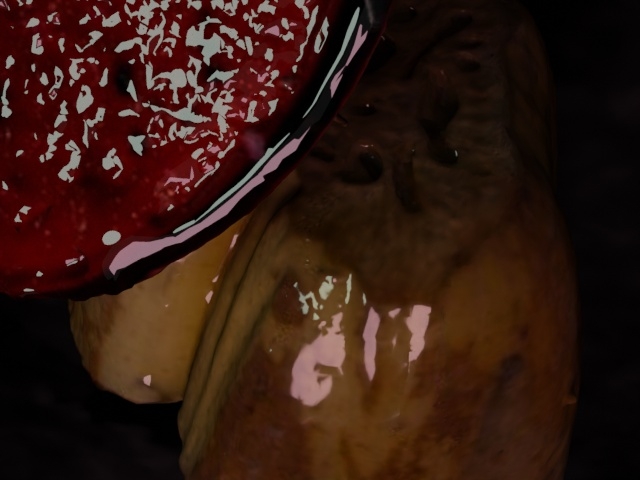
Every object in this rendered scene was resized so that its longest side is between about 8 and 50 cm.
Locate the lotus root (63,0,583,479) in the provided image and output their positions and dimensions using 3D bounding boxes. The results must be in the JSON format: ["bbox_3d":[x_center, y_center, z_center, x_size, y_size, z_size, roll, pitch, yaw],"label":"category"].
[{"bbox_3d":[0.000,0.000,1.024,0.316,0.316,0.250,7,135,0],"label":"lotus root"}]

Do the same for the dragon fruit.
[{"bbox_3d":[-0.070,-0.152,0.895,0.282,0.100,0.343,-7,93,25],"label":"dragon fruit"}]
